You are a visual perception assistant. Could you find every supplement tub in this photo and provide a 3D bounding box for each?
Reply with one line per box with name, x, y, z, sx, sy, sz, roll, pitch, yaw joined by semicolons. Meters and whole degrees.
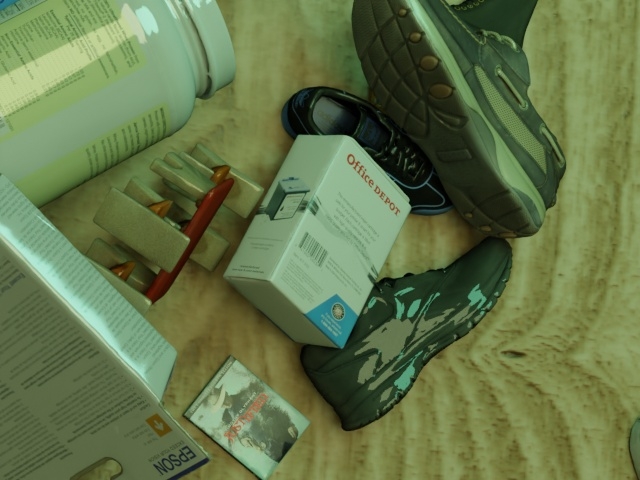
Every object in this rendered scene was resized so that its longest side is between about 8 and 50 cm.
supplement tub;-0.274;-0.172;1.776;0.325;0.235;0.235;-31;95;-16

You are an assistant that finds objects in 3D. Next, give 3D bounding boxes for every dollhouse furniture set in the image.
dollhouse furniture set;-0.165;0.045;1.784;0.135;0.262;0.259;35;108;5

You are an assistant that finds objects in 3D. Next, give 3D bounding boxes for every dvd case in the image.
dvd case;-0.081;0.197;1.926;0.119;0.013;0.087;41;77;-9

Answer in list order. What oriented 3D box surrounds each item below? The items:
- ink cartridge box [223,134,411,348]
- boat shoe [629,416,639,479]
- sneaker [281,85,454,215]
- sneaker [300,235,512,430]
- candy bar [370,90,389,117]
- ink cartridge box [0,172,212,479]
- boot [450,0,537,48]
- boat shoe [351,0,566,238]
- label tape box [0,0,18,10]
ink cartridge box;0.000;0.000;1.885;0.139;0.082;0.191;45;61;-38
boat shoe;0.461;0.340;2.027;0.113;0.105;0.306;-17;91;-17
sneaker;0.066;-0.098;1.947;0.232;0.090;0.081;27;79;-13
sneaker;0.099;0.079;1.943;0.286;0.109;0.130;-42;89;-18
candy bar;0.078;-0.220;1.996;0.040;0.018;0.162;6;86;-16
ink cartridge box;-0.287;0.128;1.717;0.330;0.324;0.071;47;47;-10
boot;0.159;-0.266;1.993;0.198;0.077;0.137;29;73;-34
boat shoe;0.156;-0.165;1.905;0.130;0.132;0.355;-50;122;-30
label tape box;-0.460;-0.260;1.693;0.249;0.347;0.115;-33;119;-22
